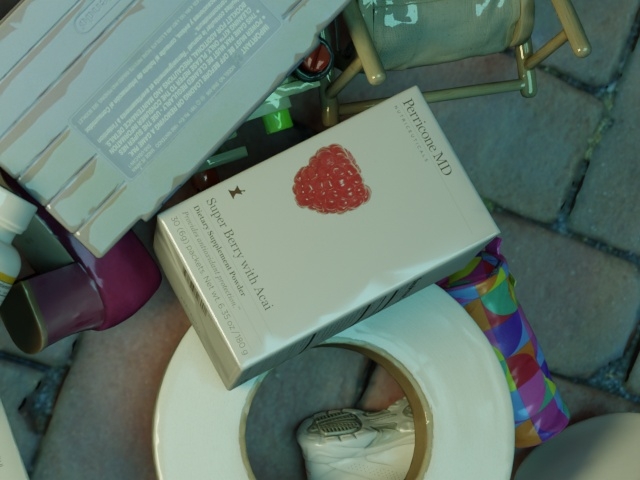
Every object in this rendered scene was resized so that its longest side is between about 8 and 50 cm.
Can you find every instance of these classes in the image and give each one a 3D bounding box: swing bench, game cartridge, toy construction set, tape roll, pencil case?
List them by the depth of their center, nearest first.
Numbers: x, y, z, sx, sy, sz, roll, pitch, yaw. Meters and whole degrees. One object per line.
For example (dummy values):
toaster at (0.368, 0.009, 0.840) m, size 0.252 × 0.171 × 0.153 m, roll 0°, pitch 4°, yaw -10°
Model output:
game cartridge at (-0.162, -0.181, 1.602) m, size 0.355 × 0.068 × 0.230 m, roll -46°, pitch 109°, yaw -4°
toy construction set at (-0.116, -0.210, 1.706) m, size 0.215 × 0.151 × 0.328 m, roll -19°, pitch 108°, yaw -18°
swing bench at (0.113, -0.275, 1.775) m, size 0.253 × 0.165 × 0.255 m, roll -9°, pitch 80°, yaw -20°
tape roll at (0.013, 0.205, 1.818) m, size 0.392 × 0.072 × 0.392 m, roll 1°, pitch 82°, yaw -8°
pencil case at (0.205, 0.120, 1.941) m, size 0.104 × 0.104 × 0.236 m, roll -28°, pitch 112°, yaw -15°

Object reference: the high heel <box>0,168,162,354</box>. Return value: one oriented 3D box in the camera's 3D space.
high heel at (-0.284, -0.084, 1.714) m, size 0.181 × 0.127 × 0.377 m, roll -27°, pitch 109°, yaw -45°

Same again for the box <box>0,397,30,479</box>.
box at (-0.392, 0.216, 1.668) m, size 0.182 × 0.119 × 0.181 m, roll -19°, pitch 82°, yaw -18°

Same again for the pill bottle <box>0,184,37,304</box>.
pill bottle at (-0.349, 0.038, 1.571) m, size 0.117 × 0.117 × 0.208 m, roll 32°, pitch 87°, yaw -25°

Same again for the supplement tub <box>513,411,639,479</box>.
supplement tub at (0.370, 0.382, 1.992) m, size 0.228 × 0.228 × 0.316 m, roll -31°, pitch 111°, yaw -14°

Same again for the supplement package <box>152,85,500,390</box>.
supplement package at (0.000, 0.000, 1.718) m, size 0.293 × 0.175 × 0.177 m, roll -28°, pitch 83°, yaw -12°

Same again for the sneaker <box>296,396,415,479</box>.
sneaker at (0.089, 0.243, 1.928) m, size 0.232 × 0.090 × 0.115 m, roll -5°, pitch 115°, yaw -6°
